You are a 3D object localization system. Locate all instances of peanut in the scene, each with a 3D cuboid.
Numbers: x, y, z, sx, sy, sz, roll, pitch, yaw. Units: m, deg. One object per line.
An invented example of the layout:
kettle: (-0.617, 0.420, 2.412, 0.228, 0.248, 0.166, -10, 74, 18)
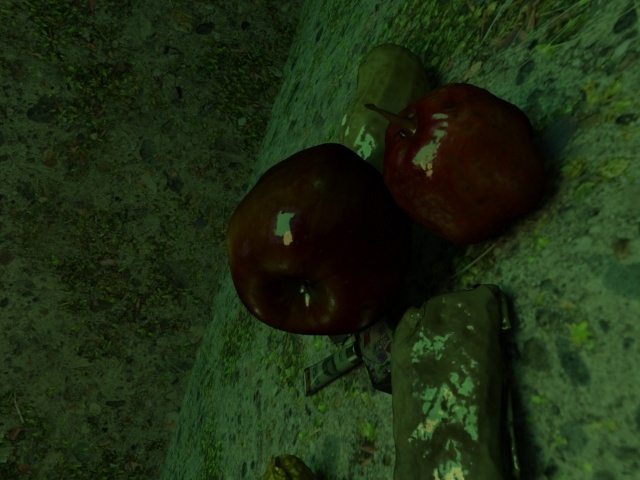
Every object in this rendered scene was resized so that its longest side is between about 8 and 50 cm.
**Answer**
peanut: (0.134, -0.249, 0.855, 0.174, 0.158, 0.341, -10, 57, 64)

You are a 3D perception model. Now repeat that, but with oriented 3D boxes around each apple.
apple: (0.000, 0.000, 0.684, 0.288, 0.287, 0.317, -54, 14, 36)

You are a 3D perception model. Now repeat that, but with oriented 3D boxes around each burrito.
burrito: (0.149, 0.219, 0.504, 0.175, 0.107, 0.348, -35, 39, 55)

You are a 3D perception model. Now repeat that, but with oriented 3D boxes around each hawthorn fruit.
hawthorn fruit: (0.159, -0.119, 0.566, 0.207, 0.243, 0.208, -47, 27, 34)

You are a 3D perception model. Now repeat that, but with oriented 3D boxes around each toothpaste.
toothpaste: (0.020, 0.255, 0.862, 0.239, 0.039, 0.062, -48, 38, 48)

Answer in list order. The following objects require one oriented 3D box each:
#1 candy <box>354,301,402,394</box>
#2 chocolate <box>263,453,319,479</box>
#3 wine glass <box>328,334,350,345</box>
candy: (0.091, 0.125, 0.769, 0.088, 0.061, 0.312, -58, 25, 23)
chocolate: (-0.003, 0.450, 0.598, 0.162, 0.162, 0.445, -70, 21, 1)
wine glass: (-0.026, 0.133, 0.875, 0.122, 0.182, 0.122, -48, 31, 41)
